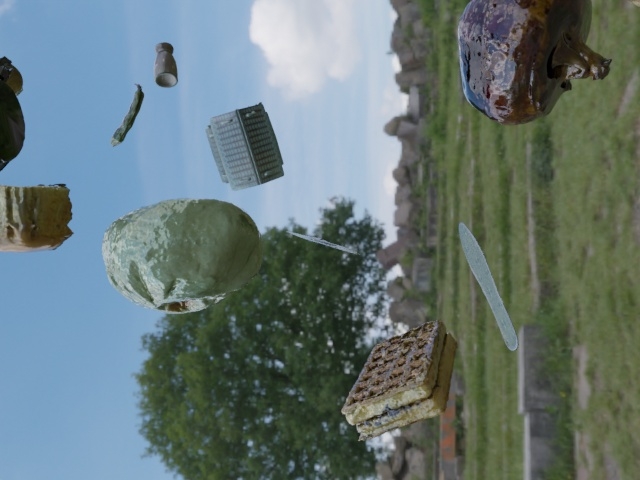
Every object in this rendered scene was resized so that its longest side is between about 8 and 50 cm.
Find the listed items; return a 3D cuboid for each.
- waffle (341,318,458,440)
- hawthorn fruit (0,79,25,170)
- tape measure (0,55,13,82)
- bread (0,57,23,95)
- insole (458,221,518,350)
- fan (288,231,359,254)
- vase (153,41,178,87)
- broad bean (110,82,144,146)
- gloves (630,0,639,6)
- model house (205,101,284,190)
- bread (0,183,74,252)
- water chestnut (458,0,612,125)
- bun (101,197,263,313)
[{"bbox_3d":[0.185,0.301,1.425,0.091,0.213,0.308,59,-155,-7],"label":"waffle"},{"bbox_3d":[-0.624,-0.190,0.985,0.316,0.316,0.315,0,-90,-75],"label":"hawthorn fruit"},{"bbox_3d":[-0.662,-0.318,1.265,0.054,0.094,0.091,45,-135,-57],"label":"tape measure"},{"bbox_3d":[-0.841,-0.379,1.494,0.207,0.056,0.286,54,-147,-17],"label":"bread"},{"bbox_3d":[0.377,0.098,1.453,0.109,0.007,0.322,90,164,-66],"label":"insole"},{"bbox_3d":[0.000,-0.001,1.559,0.310,0.182,0.010,-144,72,-83],"label":"fan"},{"bbox_3d":[-0.352,-0.399,1.448,0.053,0.053,0.100,62,-165,-61],"label":"vase"},{"bbox_3d":[-0.632,-0.405,2.103,0.039,0.069,0.226,19,-79,-49],"label":"broad bean"},{"bbox_3d":[0.422,-0.397,0.874,0.129,0.106,0.180,36,155,53],"label":"gloves"},{"bbox_3d":[-0.226,-0.281,1.906,0.215,0.199,0.224,-149,42,-72],"label":"model house"},{"bbox_3d":[-0.709,-0.055,1.519,0.133,0.252,0.174,7,95,59],"label":"bread"},{"bbox_3d":[0.454,-0.400,1.335,0.350,0.302,0.350,-35,-45,-43],"label":"water chestnut"},{"bbox_3d":[-0.165,0.028,0.790,0.195,0.196,0.118,48,-152,-69],"label":"bun"}]
